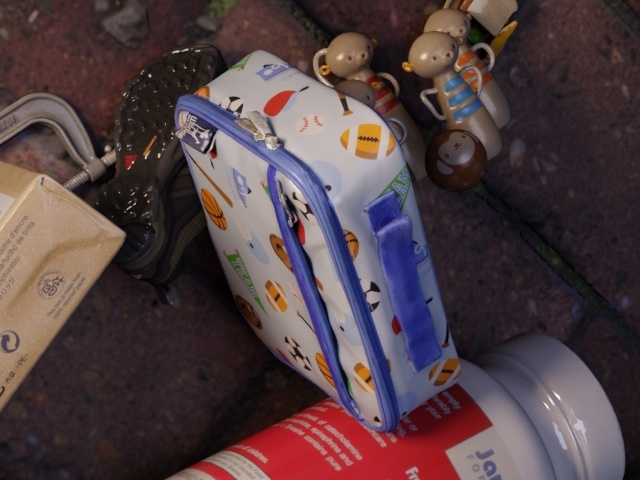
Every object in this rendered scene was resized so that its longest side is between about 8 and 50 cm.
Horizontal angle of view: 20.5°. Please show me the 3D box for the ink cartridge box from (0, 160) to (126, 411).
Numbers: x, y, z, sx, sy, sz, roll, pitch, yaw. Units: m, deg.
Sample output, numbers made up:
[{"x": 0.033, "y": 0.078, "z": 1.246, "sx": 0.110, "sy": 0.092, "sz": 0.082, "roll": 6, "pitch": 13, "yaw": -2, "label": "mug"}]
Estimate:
[{"x": -0.270, "y": 0.057, "z": 1.375, "sx": 0.088, "sy": 0.193, "sz": 0.234, "roll": 38, "pitch": 82, "yaw": -20, "label": "ink cartridge box"}]

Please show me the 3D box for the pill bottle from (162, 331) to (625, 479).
[{"x": 0.058, "y": 0.238, "z": 1.546, "sx": 0.408, "sy": 0.229, "sz": 0.229, "roll": -25, "pitch": 102, "yaw": -25, "label": "pill bottle"}]

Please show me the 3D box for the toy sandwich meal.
[{"x": 0.155, "y": -0.211, "z": 1.702, "sx": 0.085, "sy": 0.029, "sz": 0.085, "roll": 0, "pitch": 91, "yaw": -28, "label": "toy sandwich meal"}]

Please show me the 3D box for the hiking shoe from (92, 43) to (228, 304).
[{"x": -0.129, "y": -0.062, "z": 1.537, "sx": 0.114, "sy": 0.086, "sz": 0.227, "roll": 55, "pitch": 48, "yaw": -53, "label": "hiking shoe"}]

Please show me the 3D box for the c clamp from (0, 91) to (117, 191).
[{"x": -0.240, "y": -0.051, "z": 1.502, "sx": 0.161, "sy": 0.022, "sz": 0.137, "roll": -30, "pitch": 104, "yaw": -25, "label": "c clamp"}]

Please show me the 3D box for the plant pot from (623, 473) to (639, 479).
[{"x": 0.328, "y": 0.335, "z": 1.692, "sx": 0.195, "sy": 0.290, "sz": 0.290, "roll": 13, "pitch": 83, "yaw": 10, "label": "plant pot"}]

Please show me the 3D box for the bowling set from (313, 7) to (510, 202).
[{"x": 0.078, "y": -0.121, "z": 1.569, "sx": 0.287, "sy": 0.200, "sz": 0.154, "roll": -33, "pitch": 103, "yaw": -23, "label": "bowling set"}]

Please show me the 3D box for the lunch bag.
[{"x": 0.000, "y": 0.000, "z": 1.433, "sx": 0.115, "sy": 0.243, "sz": 0.303, "roll": -33, "pitch": 129, "yaw": -17, "label": "lunch bag"}]
